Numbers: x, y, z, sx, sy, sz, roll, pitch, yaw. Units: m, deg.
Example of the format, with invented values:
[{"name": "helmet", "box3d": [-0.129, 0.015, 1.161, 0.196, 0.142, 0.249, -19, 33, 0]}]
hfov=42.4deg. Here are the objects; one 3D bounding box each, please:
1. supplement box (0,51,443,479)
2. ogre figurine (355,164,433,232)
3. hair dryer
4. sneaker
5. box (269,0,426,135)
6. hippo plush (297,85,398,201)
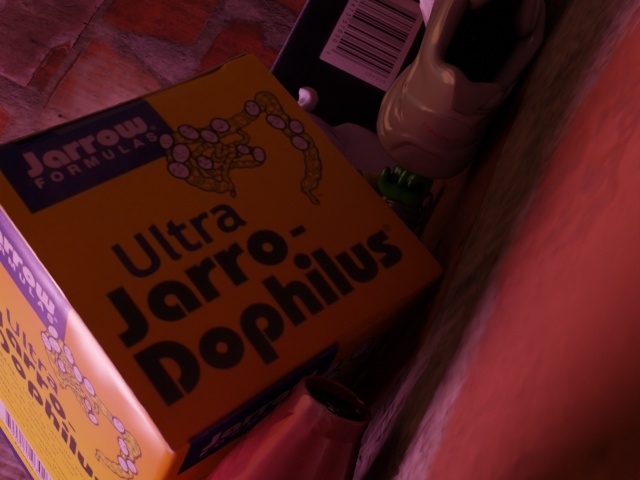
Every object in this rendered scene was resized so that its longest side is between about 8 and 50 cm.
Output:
[{"name": "supplement box", "box3d": [-0.104, 0.081, 0.581, 0.194, 0.195, 0.356, -30, -19, -32]}, {"name": "ogre figurine", "box3d": [0.000, 0.000, 0.694, 0.097, 0.197, 0.118, 34, -117, -65]}, {"name": "hair dryer", "box3d": [-0.043, 0.160, 0.471, 0.223, 0.080, 0.293, -64, 1, -37]}, {"name": "sneaker", "box3d": [0.115, -0.156, 0.547, 0.115, 0.090, 0.232, 133, 155, -64]}, {"name": "box", "box3d": [0.047, -0.208, 1.213, 0.293, 0.212, 0.395, -65, 2, -15]}, {"name": "hippo plush", "box3d": [-0.036, -0.069, 0.914, 0.236, 0.294, 0.234, -52, 31, 45]}]
